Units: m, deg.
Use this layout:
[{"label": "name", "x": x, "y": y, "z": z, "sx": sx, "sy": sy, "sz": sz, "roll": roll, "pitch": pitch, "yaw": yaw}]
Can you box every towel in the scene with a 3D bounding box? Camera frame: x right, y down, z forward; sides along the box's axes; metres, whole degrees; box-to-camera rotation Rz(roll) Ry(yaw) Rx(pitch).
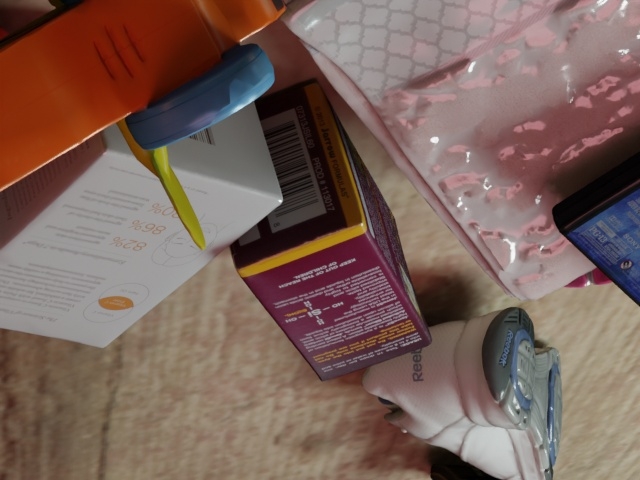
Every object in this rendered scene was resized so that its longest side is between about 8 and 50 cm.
[{"label": "towel", "x": 0.181, "y": -0.120, "z": 0.956, "sx": 0.332, "sy": 0.053, "sz": 0.317, "roll": -28, "pitch": 136, "yaw": 18}]

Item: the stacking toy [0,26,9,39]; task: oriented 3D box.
[{"label": "stacking toy", "x": -0.248, "y": -0.094, "z": 0.782, "sx": 0.141, "sy": 0.141, "sz": 0.330, "roll": -32, "pitch": 152, "yaw": 25}]

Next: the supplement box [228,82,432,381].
[{"label": "supplement box", "x": 0.000, "y": 0.000, "z": 1.092, "sx": 0.081, "sy": 0.104, "sz": 0.188, "roll": -20, "pitch": 151, "yaw": 7}]

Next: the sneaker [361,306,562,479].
[{"label": "sneaker", "x": 0.120, "y": 0.123, "z": 1.402, "sx": 0.129, "sy": 0.111, "sz": 0.297, "roll": -1, "pitch": 156, "yaw": 18}]

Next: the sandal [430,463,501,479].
[{"label": "sandal", "x": 0.148, "y": 0.232, "z": 1.541, "sx": 0.090, "sy": 0.060, "sz": 0.219, "roll": 8, "pitch": -179, "yaw": -10}]

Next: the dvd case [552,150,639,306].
[{"label": "dvd case", "x": 0.282, "y": -0.036, "z": 1.015, "sx": 0.253, "sy": 0.022, "sz": 0.180, "roll": -34, "pitch": 133, "yaw": 20}]

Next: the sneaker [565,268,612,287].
[{"label": "sneaker", "x": 0.215, "y": -0.031, "z": 1.147, "sx": 0.252, "sy": 0.103, "sz": 0.111, "roll": 1, "pitch": -166, "yaw": 9}]

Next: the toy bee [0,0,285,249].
[{"label": "toy bee", "x": -0.075, "y": -0.092, "z": 0.828, "sx": 0.298, "sy": 0.195, "sz": 0.162, "roll": -10, "pitch": -174, "yaw": -21}]

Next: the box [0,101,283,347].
[{"label": "box", "x": -0.130, "y": -0.026, "z": 0.990, "sx": 0.130, "sy": 0.091, "sz": 0.170, "roll": 15, "pitch": 138, "yaw": -44}]
